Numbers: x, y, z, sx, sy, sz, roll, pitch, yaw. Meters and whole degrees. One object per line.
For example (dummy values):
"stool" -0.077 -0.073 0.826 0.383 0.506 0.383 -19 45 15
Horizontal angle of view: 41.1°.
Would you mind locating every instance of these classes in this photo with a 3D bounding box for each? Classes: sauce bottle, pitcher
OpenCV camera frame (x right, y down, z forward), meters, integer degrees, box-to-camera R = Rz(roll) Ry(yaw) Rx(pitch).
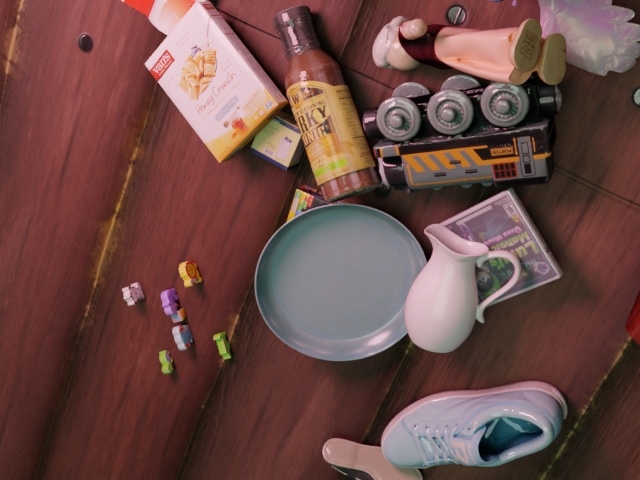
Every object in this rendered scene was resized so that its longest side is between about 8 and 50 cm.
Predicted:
"sauce bottle" 0.002 -0.240 1.505 0.111 0.111 0.344 -21 87 24
"pitcher" 0.243 0.095 1.483 0.178 0.125 0.207 18 113 17

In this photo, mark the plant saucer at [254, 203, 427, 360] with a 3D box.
"plant saucer" 0.039 0.074 1.569 0.318 0.043 0.317 0 113 -1

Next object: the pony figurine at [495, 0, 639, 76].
"pony figurine" 0.368 -0.415 1.230 0.351 0.363 0.302 16 103 -1

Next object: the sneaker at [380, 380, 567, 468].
"sneaker" 0.260 0.351 1.553 0.366 0.150 0.135 -24 94 24

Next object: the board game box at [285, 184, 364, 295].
"board game box" 0.000 0.000 1.611 0.141 0.048 0.170 23 111 14

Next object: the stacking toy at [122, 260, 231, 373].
"stacking toy" -0.297 0.165 1.767 0.167 0.052 0.221 -18 98 24

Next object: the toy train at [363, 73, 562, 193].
"toy train" 0.238 -0.175 1.430 0.334 0.142 0.190 -5 112 22

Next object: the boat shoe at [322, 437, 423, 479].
"boat shoe" 0.104 0.451 1.702 0.206 0.075 0.065 17 153 10

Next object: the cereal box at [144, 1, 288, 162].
"cereal box" -0.193 -0.287 1.551 0.173 0.047 0.240 -41 85 30

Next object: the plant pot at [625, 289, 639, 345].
"plant pot" 0.621 0.096 1.290 0.267 0.267 0.235 46 122 7

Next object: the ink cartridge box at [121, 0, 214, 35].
"ink cartridge box" -0.285 -0.469 1.591 0.179 0.045 0.145 31 113 7

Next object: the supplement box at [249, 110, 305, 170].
"supplement box" -0.072 -0.188 1.580 0.083 0.056 0.083 29 113 11

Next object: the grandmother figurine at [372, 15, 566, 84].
"grandmother figurine" 0.206 -0.302 1.347 0.342 0.208 0.104 17 85 52

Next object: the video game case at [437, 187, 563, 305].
"video game case" 0.299 0.020 1.488 0.190 0.022 0.173 -29 93 42
